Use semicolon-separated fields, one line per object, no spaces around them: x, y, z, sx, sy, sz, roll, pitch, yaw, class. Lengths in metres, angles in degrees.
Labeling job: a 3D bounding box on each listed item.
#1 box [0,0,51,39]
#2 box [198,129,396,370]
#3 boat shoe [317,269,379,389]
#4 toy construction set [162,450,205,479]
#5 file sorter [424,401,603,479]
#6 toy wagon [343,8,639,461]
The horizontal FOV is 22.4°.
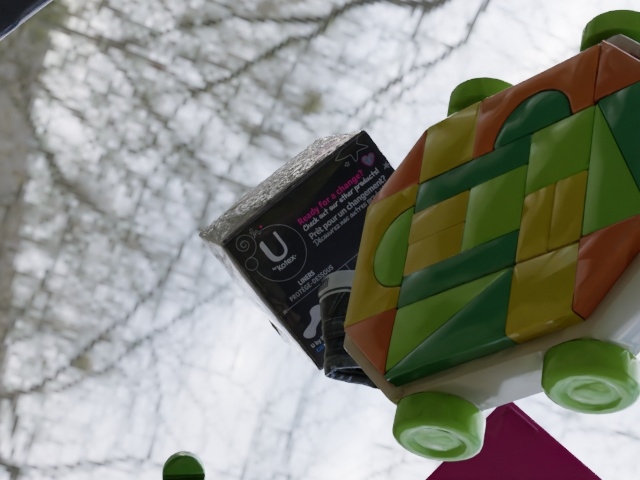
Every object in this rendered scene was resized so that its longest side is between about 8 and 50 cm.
-0.203;-0.354;1.049;0.395;0.293;0.212;-34;-143;11;box
0.000;0.000;1.456;0.163;0.142;0.247;-39;-172;-5;box
0.088;0.076;1.260;0.065;0.183;0.083;111;-19;-65;boat shoe
-0.173;0.292;1.214;0.309;0.257;0.237;-32;-175;-3;toy construction set
0.157;0.347;1.570;0.290;0.202;0.182;-43;157;-14;file sorter
0.154;-0.021;0.971;0.344;0.068;0.267;-25;-138;43;toy wagon
